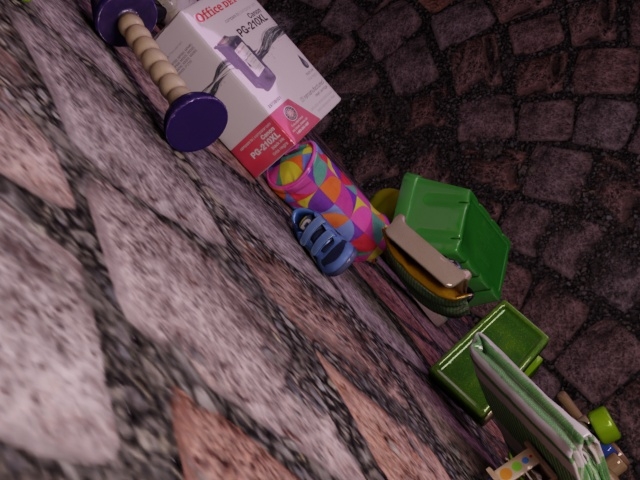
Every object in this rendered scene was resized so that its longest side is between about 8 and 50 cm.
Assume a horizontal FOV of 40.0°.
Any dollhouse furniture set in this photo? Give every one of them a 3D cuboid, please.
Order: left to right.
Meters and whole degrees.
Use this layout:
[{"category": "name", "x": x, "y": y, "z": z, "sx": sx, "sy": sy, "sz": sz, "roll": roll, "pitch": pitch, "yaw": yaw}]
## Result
[{"category": "dollhouse furniture set", "x": 0.172, "y": 0.129, "z": 1.325, "sx": 0.301, "sy": 0.151, "sz": 0.197, "roll": 42, "pitch": -12, "yaw": 20}]

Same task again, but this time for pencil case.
[{"category": "pencil case", "x": 0.017, "y": -0.058, "z": 1.373, "sx": 0.236, "sy": 0.104, "sz": 0.104, "roll": 43, "pitch": 9, "yaw": -42}]

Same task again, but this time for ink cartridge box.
[{"category": "ink cartridge box", "x": -0.108, "y": -0.235, "z": 1.259, "sx": 0.237, "sy": 0.100, "sz": 0.172, "roll": 48, "pitch": 38, "yaw": -8}]

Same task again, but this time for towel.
[{"category": "towel", "x": 0.281, "y": 0.278, "z": 1.026, "sx": 0.325, "sy": 0.038, "sz": 0.248, "roll": 62, "pitch": -7, "yaw": -28}]

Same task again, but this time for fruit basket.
[{"category": "fruit basket", "x": 0.251, "y": -0.002, "z": 2.204, "sx": 0.391, "sy": 0.283, "sz": 0.392, "roll": 13, "pitch": -21, "yaw": 5}]

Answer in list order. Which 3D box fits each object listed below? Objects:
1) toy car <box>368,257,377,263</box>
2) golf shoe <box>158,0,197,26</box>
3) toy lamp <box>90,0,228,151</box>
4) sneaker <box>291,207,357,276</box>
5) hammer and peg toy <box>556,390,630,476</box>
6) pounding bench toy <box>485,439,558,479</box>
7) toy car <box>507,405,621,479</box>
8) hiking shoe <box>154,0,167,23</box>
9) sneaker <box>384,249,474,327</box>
[{"category": "toy car", "x": 0.097, "y": 0.026, "z": 1.751, "sx": 0.040, "sy": 0.060, "sz": 0.122, "roll": 7, "pitch": -18, "yaw": 5}, {"category": "golf shoe", "x": -0.304, "y": -0.488, "z": 1.756, "sx": 0.140, "sy": 0.115, "sz": 0.306, "roll": 57, "pitch": 9, "yaw": -23}, {"category": "toy lamp", "x": -0.190, "y": -0.209, "z": 0.983, "sx": 0.275, "sy": 0.080, "sz": 0.080, "roll": 55, "pitch": 9, "yaw": 33}, {"category": "sneaker", "x": 0.000, "y": 0.000, "z": 1.142, "sx": 0.059, "sy": 0.053, "sz": 0.144, "roll": 46, "pitch": -1, "yaw": -30}, {"category": "hammer and peg toy", "x": 0.530, "y": 0.455, "z": 1.669, "sx": 0.266, "sy": 0.127, "sz": 0.361, "roll": 46, "pitch": 7, "yaw": -7}, {"category": "pounding bench toy", "x": 0.224, "y": 0.276, "z": 0.981, "sx": 0.052, "sy": 0.065, "sz": 0.083, "roll": 53, "pitch": -8, "yaw": 38}, {"category": "toy car", "x": 0.387, "y": 0.357, "z": 1.269, "sx": 0.188, "sy": 0.155, "sz": 0.149, "roll": 64, "pitch": 11, "yaw": 18}, {"category": "hiking shoe", "x": -0.308, "y": -0.445, "z": 1.373, "sx": 0.227, "sy": 0.114, "sz": 0.086, "roll": 47, "pitch": 8, "yaw": -18}, {"category": "sneaker", "x": 0.225, "y": 0.058, "z": 1.846, "sx": 0.302, "sy": 0.121, "sz": 0.108, "roll": 50, "pitch": 7, "yaw": -42}]
